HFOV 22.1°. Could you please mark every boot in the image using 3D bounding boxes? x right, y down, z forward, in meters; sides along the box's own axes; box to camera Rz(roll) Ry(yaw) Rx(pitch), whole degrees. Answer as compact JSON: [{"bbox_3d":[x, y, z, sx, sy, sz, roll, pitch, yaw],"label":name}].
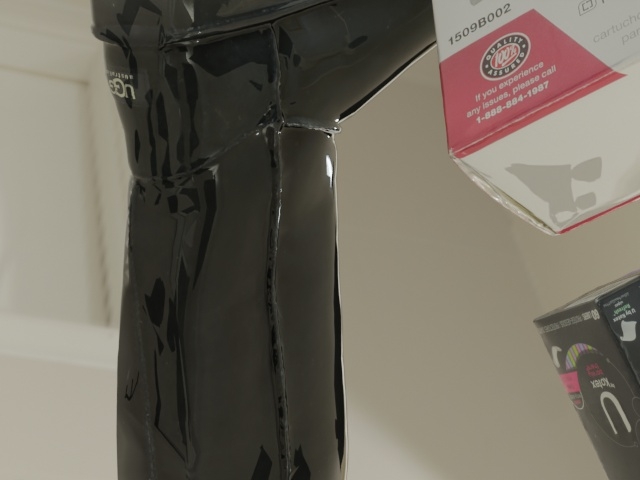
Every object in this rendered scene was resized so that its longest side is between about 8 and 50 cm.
[{"bbox_3d":[-0.002,0.000,1.238,0.146,0.367,0.445,18,-62,48],"label":"boot"}]

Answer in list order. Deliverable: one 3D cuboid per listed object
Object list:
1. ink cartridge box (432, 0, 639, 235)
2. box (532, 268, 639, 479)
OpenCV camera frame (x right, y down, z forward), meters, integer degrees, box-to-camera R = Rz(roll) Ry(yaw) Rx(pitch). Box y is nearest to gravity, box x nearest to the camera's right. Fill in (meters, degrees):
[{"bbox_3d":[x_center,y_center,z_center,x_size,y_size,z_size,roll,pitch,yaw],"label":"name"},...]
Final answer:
[{"bbox_3d":[0.170,-0.176,0.936,0.207,0.117,0.283,-27,-130,31],"label":"ink cartridge box"},{"bbox_3d":[0.366,0.166,1.727,0.270,0.143,0.165,64,-19,3],"label":"box"}]
